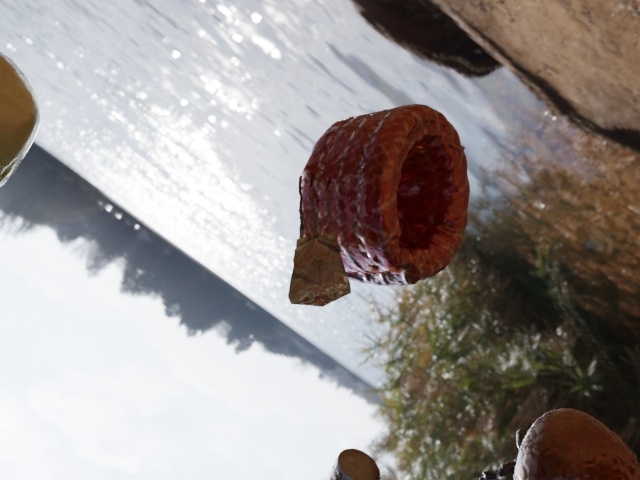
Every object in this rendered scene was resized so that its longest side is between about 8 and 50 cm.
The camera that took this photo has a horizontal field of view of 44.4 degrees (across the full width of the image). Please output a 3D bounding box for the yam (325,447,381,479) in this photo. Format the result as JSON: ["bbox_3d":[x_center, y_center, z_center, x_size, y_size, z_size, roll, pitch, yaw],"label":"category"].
[{"bbox_3d":[0.034,0.384,1.164,0.079,0.141,0.079,18,-154,-9],"label":"yam"}]

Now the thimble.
[{"bbox_3d":[0.134,-0.085,1.551,0.231,0.350,0.350,2,151,41],"label":"thimble"}]

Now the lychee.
[{"bbox_3d":[0.208,0.206,0.690,0.140,0.114,0.101,1,180,17],"label":"lychee"}]

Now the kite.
[{"bbox_3d":[-0.002,0.000,1.344,0.127,0.229,0.016,-3,-175,-35],"label":"kite"}]

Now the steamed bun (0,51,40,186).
[{"bbox_3d":[-0.328,-0.090,0.484,0.273,0.232,0.166,46,-179,-4],"label":"steamed bun"}]
